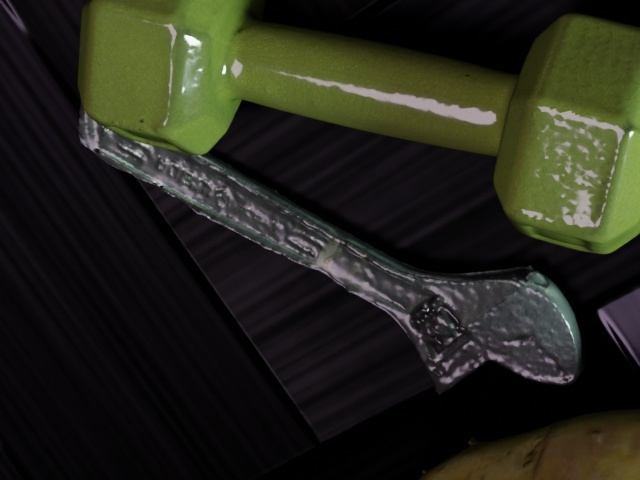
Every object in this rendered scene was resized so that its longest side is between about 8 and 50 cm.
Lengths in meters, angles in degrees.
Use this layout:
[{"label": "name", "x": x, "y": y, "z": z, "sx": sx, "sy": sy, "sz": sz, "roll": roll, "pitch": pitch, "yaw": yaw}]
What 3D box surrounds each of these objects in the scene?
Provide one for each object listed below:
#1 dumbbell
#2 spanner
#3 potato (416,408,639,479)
[{"label": "dumbbell", "x": 0.026, "y": -0.078, "z": 0.824, "sx": 0.301, "sy": 0.121, "sz": 0.108, "roll": 14, "pitch": 86, "yaw": 16}, {"label": "spanner", "x": 0.000, "y": 0.000, "z": 0.913, "sx": 0.325, "sy": 0.026, "sz": 0.093, "roll": 28, "pitch": 117, "yaw": 9}, {"label": "potato", "x": 0.178, "y": 0.179, "z": 0.855, "sx": 0.296, "sy": 0.141, "sz": 0.192, "roll": 2, "pitch": 109, "yaw": 23}]
